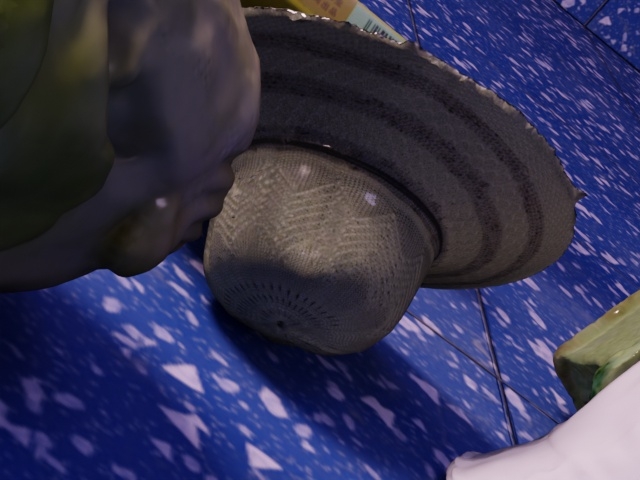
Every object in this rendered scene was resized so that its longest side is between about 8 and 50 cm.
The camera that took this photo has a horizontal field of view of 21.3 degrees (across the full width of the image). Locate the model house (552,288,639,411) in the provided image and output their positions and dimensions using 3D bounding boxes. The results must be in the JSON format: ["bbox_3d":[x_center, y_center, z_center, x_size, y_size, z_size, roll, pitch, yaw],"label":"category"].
[{"bbox_3d":[0.256,0.130,1.092,0.214,0.195,0.189,54,-9,-7],"label":"model house"}]

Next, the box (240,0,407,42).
[{"bbox_3d":[-0.038,-0.151,1.166,0.279,0.041,0.153,38,-21,-13],"label":"box"}]

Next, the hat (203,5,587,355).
[{"bbox_3d":[0.000,0.000,0.870,0.252,0.252,0.110,34,61,-23],"label":"hat"}]

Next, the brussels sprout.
[{"bbox_3d":[-0.156,-0.114,0.606,0.274,0.242,0.316,55,20,23],"label":"brussels sprout"}]

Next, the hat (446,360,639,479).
[{"bbox_3d":[0.172,0.137,0.873,0.203,0.126,0.203,41,8,-7],"label":"hat"}]
